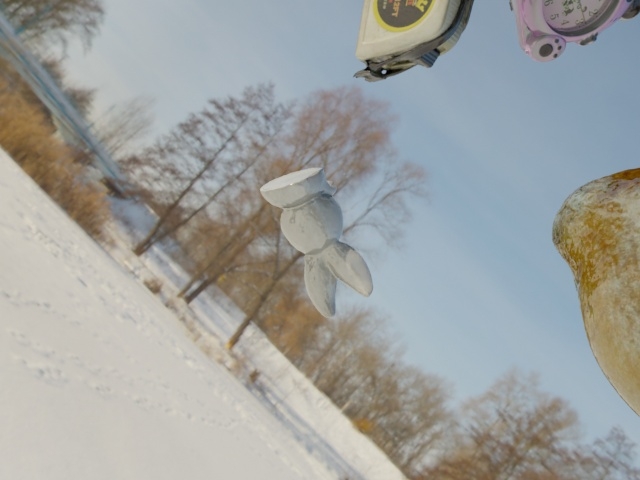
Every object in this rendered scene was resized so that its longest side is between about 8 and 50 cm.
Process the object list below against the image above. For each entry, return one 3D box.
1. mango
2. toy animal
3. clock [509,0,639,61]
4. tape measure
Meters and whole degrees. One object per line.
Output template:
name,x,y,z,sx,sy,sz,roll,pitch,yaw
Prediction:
mango,0.293,0.041,0.521,0.146,0.192,0.316,33,18,-29
toy animal,0.001,-0.003,1.036,0.131,0.104,0.220,-84,151,-75
clock,0.499,-0.487,1.303,0.090,0.248,0.227,-104,174,-52
tape measure,0.207,-0.467,1.432,0.232,0.270,0.133,12,0,35
